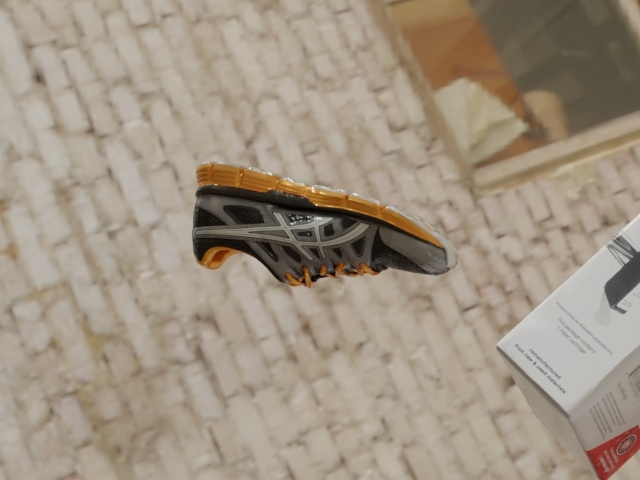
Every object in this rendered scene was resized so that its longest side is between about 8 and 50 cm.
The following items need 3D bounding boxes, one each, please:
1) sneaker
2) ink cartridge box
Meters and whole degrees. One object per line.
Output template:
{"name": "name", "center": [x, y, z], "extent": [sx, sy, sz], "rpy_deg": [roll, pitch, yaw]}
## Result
{"name": "sneaker", "center": [0.000, 0.000, 1.166], "extent": [0.215, 0.084, 0.083], "rpy_deg": [13, -93, 20]}
{"name": "ink cartridge box", "center": [0.329, 0.085, 1.543], "extent": [0.114, 0.273, 0.197], "rpy_deg": [46, -5, 33]}
